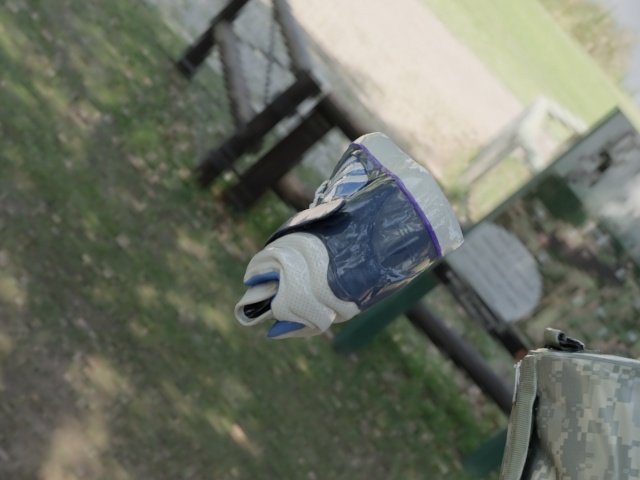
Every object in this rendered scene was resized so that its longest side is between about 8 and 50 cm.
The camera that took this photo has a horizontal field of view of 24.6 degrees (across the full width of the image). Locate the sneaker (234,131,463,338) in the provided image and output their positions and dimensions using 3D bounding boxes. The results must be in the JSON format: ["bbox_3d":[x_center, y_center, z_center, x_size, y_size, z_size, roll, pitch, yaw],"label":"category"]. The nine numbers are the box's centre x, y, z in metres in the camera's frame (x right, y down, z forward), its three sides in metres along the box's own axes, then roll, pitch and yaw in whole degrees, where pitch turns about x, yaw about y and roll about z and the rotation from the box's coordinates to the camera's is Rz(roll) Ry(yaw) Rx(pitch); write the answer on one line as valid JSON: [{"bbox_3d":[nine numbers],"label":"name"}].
[{"bbox_3d":[0.000,0.001,1.557,0.130,0.236,0.323,62,-5,-16],"label":"sneaker"}]

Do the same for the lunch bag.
[{"bbox_3d":[0.257,0.243,1.165,0.256,0.305,0.212,16,-13,-11],"label":"lunch bag"}]
